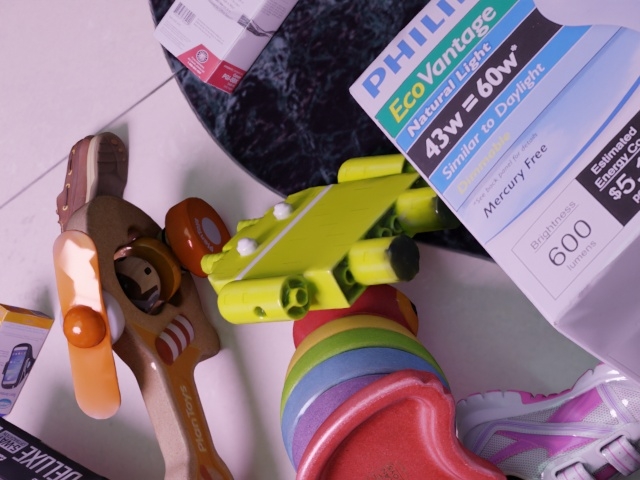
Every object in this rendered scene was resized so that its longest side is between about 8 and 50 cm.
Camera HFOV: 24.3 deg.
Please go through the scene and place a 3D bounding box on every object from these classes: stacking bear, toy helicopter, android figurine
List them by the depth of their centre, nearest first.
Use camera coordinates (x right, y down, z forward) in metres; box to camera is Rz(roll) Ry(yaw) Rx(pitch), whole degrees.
[{"bbox_3d":[0.042,0.132,1.327,0.164,0.175,0.289,-29,28,9],"label":"stacking bear"},{"bbox_3d":[0.000,0.000,1.408,0.273,0.248,0.056,-4,122,45],"label":"android figurine"},{"bbox_3d":[-0.164,0.117,1.449,0.140,0.235,0.355,-27,72,22],"label":"toy helicopter"}]

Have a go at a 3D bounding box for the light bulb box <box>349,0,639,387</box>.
[{"bbox_3d":[0.273,-0.117,1.191,0.358,0.225,0.361,-48,41,10],"label":"light bulb box"}]

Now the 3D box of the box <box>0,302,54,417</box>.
[{"bbox_3d":[-0.355,0.138,1.637,0.028,0.081,0.136,30,95,30],"label":"box"}]

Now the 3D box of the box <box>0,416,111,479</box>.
[{"bbox_3d":[-0.272,0.328,1.491,0.307,0.076,0.242,23,124,30],"label":"box"}]

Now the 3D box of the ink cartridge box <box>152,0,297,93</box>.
[{"bbox_3d":[-0.099,-0.241,1.586,0.099,0.056,0.135,43,102,28],"label":"ink cartridge box"}]

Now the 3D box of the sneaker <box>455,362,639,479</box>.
[{"bbox_3d":[0.232,0.181,1.282,0.252,0.103,0.111,-19,53,33],"label":"sneaker"}]

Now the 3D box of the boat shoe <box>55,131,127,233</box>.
[{"bbox_3d":[-0.257,-0.031,1.632,0.060,0.064,0.178,-4,72,33],"label":"boat shoe"}]
